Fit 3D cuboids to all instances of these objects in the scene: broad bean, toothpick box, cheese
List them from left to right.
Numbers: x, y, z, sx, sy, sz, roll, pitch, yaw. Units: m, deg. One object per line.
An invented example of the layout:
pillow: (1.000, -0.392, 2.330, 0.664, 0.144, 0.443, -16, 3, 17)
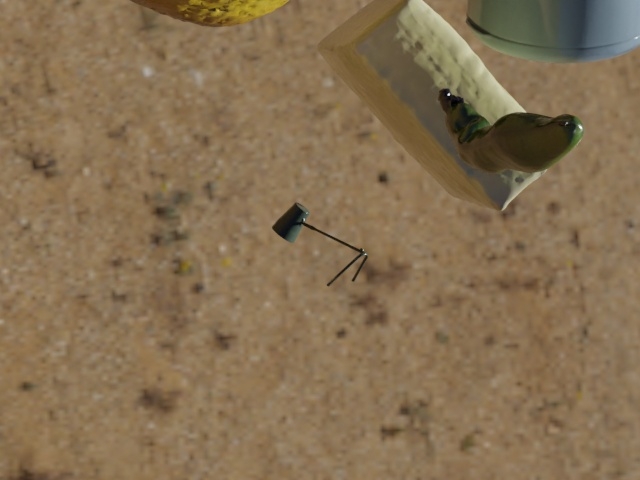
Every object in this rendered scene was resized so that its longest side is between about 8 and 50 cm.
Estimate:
cheese: (0.137, -0.171, 1.915, 0.124, 0.242, 0.265, -44, 102, -7)
broad bean: (0.142, -0.077, 1.227, 0.046, 0.195, 0.061, -23, 111, -18)
toothpick box: (0.303, -0.410, 1.909, 0.263, 0.263, 0.354, -40, 137, -48)

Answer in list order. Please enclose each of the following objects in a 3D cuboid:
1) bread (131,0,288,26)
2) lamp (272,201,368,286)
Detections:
bread: (-0.110, -0.391, 1.527, 0.398, 0.215, 0.398, 22, 53, -32)
lamp: (-0.001, -0.001, 1.789, 0.054, 0.121, 0.041, -54, 149, 13)
